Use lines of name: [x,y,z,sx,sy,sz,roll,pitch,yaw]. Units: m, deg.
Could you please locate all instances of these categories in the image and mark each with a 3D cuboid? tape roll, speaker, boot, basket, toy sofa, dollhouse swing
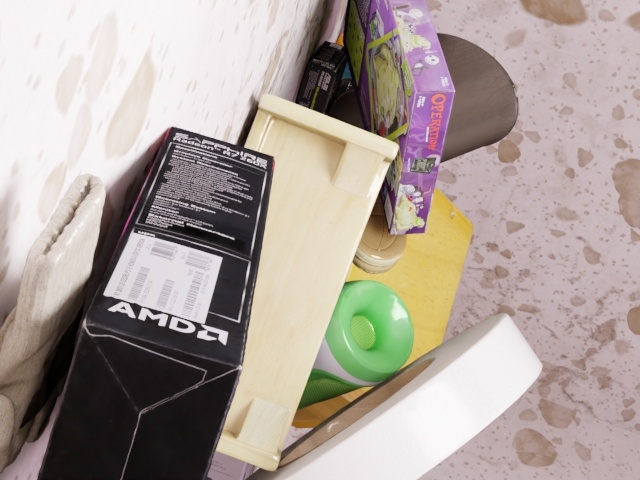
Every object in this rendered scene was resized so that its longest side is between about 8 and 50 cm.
tape roll: [0.053,0.211,1.420,0.392,0.072,0.392,-34,178,-1]
speaker: [-0.024,0.139,1.612,0.296,0.131,0.131,-27,-148,48]
boot: [0.000,0.000,1.620,0.262,0.095,0.203,55,-44,40]
basket: [0.119,-0.167,1.768,0.227,0.204,0.154,-32,142,-50]
toy sofa: [-0.053,0.042,1.392,0.177,0.150,0.362,156,-45,-88]
dollhouse swing: [0.014,0.090,1.949,0.315,0.305,0.347,40,61,-44]

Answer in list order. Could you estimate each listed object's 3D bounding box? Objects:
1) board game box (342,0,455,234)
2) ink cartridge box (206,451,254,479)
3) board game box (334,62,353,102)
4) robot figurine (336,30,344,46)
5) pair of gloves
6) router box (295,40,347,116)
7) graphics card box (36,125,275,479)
board game box: [0.080,-0.200,1.524,0.208,0.056,0.347,92,-9,-47]
ink cartridge box: [-0.138,0.290,1.846,0.172,0.100,0.237,-64,173,-53]
board game box: [-0.001,-0.090,1.925,0.254,0.079,0.336,108,5,-45]
robot figurine: [0.106,-0.385,1.832,0.211,0.085,0.291,-64,174,-56]
pair of gloves: [-0.182,0.097,0.696,0.204,0.042,0.240,111,4,-52]
router box: [-0.005,-0.180,1.710,0.092,0.038,0.122,-63,172,-62]
graphics card box: [-0.110,0.088,0.883,0.371,0.094,0.233,-89,-162,-68]
